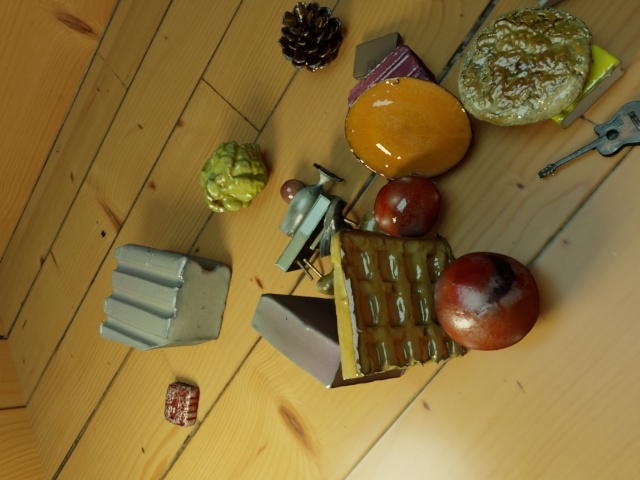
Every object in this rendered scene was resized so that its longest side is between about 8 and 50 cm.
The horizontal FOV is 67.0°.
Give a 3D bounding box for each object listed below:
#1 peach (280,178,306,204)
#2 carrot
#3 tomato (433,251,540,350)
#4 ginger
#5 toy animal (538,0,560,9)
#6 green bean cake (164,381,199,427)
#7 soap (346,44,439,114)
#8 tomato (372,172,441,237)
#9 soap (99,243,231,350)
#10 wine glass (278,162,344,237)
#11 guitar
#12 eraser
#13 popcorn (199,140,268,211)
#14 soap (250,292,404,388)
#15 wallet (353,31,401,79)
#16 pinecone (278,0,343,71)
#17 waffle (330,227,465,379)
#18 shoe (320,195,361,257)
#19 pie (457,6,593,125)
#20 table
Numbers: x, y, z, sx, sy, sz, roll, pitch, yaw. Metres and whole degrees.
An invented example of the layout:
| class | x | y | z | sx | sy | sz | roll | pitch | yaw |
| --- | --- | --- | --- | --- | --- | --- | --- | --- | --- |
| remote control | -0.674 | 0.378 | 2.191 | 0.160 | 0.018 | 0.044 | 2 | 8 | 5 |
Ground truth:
| class | x | y | z | sx | sy | sz | roll | pitch | yaw |
| --- | --- | --- | --- | --- | --- | --- | --- | --- | --- |
| peach | -0.083 | -0.146 | 1.470 | 0.083 | 0.083 | 0.082 | -9 | 76 | 38 |
| carrot | 0.214 | -0.264 | 1.172 | 0.308 | 0.100 | 0.258 | 13 | 116 | 18 |
| tomato | 0.337 | 0.119 | 0.989 | 0.209 | 0.184 | 0.207 | -8 | 59 | 14 |
| ginger | 0.092 | 0.043 | 1.298 | 0.298 | 0.065 | 0.118 | -50 | 59 | 23 |
| toy animal | 0.511 | -0.623 | 1.086 | 0.127 | 0.131 | 0.181 | -16 | 77 | 2 |
| green bean cake | -0.483 | 0.565 | 1.669 | 0.136 | 0.056 | 0.135 | 0 | 83 | 39 |
| soap | 0.177 | -0.381 | 1.288 | 0.250 | 0.099 | 0.162 | -36 | 61 | 28 |
| tomato | 0.210 | -0.077 | 1.155 | 0.168 | 0.167 | 0.167 | -9 | 76 | 38 |
| soap | -0.547 | 0.205 | 1.690 | 0.436 | 0.213 | 0.349 | 5 | 82 | 40 |
| wine glass | -0.030 | -0.108 | 1.407 | 0.103 | 0.103 | 0.222 | 44 | 109 | 36 |
| guitar | 0.560 | -0.192 | 0.988 | 0.233 | 0.025 | 0.088 | -32 | 63 | 31 |
| eraser | 0.504 | -0.364 | 1.039 | 0.158 | 0.069 | 0.226 | -48 | 55 | 20 |
| popcorn | -0.284 | -0.212 | 1.580 | 0.256 | 0.195 | 0.254 | 16 | 82 | 39 |
| soap | 0.029 | 0.228 | 1.165 | 0.286 | 0.296 | 0.107 | 28 | 100 | 41 |
| wallet | 0.159 | -0.517 | 1.369 | 0.153 | 0.039 | 0.117 | 5 | 82 | 43 |
| pinecone | -0.037 | -0.619 | 1.451 | 0.208 | 0.208 | 0.207 | -9 | 76 | 38 |
| waffle | 0.173 | 0.127 | 1.046 | 0.078 | 0.349 | 0.303 | -24 | 68 | 49 |
| shoe | 0.054 | -0.028 | 1.246 | 0.100 | 0.071 | 0.168 | 11 | 109 | 3 |
| pie | 0.426 | -0.365 | 1.023 | 0.275 | 0.055 | 0.273 | -6 | 79 | 34 |
| table | 0.000 | 0.000 | 1.350 | 0.111 | 0.122 | 0.240 | 38 | 107 | 16 |
